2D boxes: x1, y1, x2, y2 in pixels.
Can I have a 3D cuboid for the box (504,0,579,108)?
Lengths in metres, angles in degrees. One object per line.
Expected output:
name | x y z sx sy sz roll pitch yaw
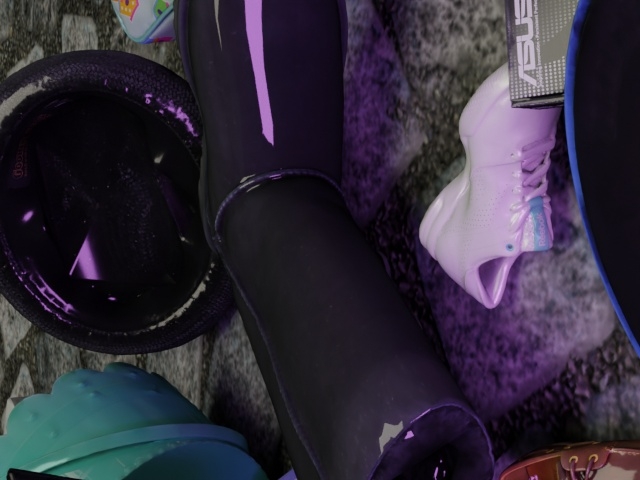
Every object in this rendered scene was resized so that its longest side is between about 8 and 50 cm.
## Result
box | 0.198 -0.183 0.878 0.184 0.045 0.190 -2 90 37

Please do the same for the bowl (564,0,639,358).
bowl | 0.252 -0.004 0.689 0.391 0.077 0.391 54 157 35

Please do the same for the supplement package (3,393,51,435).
supplement package | -0.256 0.236 1.611 0.105 0.179 0.105 39 125 52

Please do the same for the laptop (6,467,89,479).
laptop | -0.121 0.284 1.175 0.136 0.234 0.264 -64 -21 -64

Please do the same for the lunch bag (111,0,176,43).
lunch bag | -0.121 -0.329 1.324 0.224 0.108 0.279 -27 74 52

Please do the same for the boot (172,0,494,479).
boot | 0.000 0.002 1.091 0.445 0.146 0.367 -110 13 -49

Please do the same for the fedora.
fedora | -0.208 -0.053 1.497 0.152 0.334 0.334 -74 -2 -65

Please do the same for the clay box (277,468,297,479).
clay box | 0.017 0.310 1.274 0.127 0.053 0.222 -46 54 50

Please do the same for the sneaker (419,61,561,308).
sneaker | 0.141 -0.038 1.023 0.094 0.080 0.212 59 150 32

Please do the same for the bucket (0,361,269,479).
bucket | -0.190 0.274 1.422 0.183 0.281 0.281 25 114 47

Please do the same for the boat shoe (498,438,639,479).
boat shoe | 0.188 0.166 0.960 0.178 0.060 0.064 -14 81 59
